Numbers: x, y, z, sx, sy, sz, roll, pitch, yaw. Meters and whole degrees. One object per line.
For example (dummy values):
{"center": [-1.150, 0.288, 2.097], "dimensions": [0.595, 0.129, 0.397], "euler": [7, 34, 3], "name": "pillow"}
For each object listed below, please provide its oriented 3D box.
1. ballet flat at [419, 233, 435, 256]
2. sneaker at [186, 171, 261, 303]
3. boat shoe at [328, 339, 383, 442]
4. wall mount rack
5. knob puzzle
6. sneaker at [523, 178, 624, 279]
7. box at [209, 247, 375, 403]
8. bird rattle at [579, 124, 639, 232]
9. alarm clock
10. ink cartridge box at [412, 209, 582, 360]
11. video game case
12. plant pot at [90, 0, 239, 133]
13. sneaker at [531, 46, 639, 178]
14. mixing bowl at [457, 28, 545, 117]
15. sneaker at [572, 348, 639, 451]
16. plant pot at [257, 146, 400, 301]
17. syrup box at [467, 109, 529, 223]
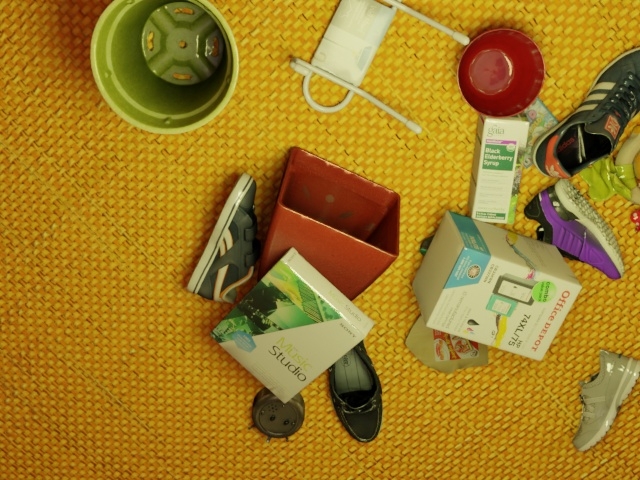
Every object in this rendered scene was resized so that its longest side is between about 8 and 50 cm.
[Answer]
{"center": [0.315, 0.061, 1.974], "dimensions": [0.203, 0.074, 0.074], "euler": [44, 104, -9], "name": "ballet flat"}
{"center": [-0.185, 0.001, 1.919], "dimensions": [0.128, 0.126, 0.321], "euler": [25, 119, -5], "name": "sneaker"}
{"center": [0.083, 0.354, 2.053], "dimensions": [0.127, 0.113, 0.340], "euler": [-6, 110, 1], "name": "boat shoe"}
{"center": [0.115, -0.390, 1.774], "dimensions": [0.304, 0.130, 0.350], "euler": [24, 109, -9], "name": "wall mount rack"}
{"center": [0.297, 0.227, 2.053], "dimensions": [0.213, 0.030, 0.213], "euler": [0, 111, -1], "name": "knob puzzle"}
{"center": [0.564, -0.006, 1.942], "dimensions": [0.146, 0.102, 0.293], "euler": [-32, 114, 28], "name": "sneaker"}
{"center": [-0.067, 0.186, 1.811], "dimensions": [0.232, 0.058, 0.322], "euler": [42, 129, -2], "name": "box"}
{"center": [0.714, -0.133, 1.880], "dimensions": [0.254, 0.143, 0.206], "euler": [27, 91, -13], "name": "bird rattle"}
{"center": [-0.096, 0.402, 2.100], "dimensions": [0.129, 0.064, 0.192], "euler": [19, 106, -7], "name": "alarm clock"}
{"center": [0.368, 0.094, 1.832], "dimensions": [0.270, 0.197, 0.198], "euler": [17, 113, -11], "name": "ink cartridge box"}
{"center": [0.445, -0.254, 1.887], "dimensions": [0.119, 0.015, 0.166], "euler": [-41, 105, 13], "name": "video game case"}
{"center": [-0.291, -0.374, 1.711], "dimensions": [0.276, 0.254, 0.276], "euler": [0, 110, -1], "name": "plant pot"}
{"center": [0.605, -0.258, 1.808], "dimensions": [0.131, 0.148, 0.350], "euler": [39, 99, -14], "name": "sneaker"}
{"center": [0.367, -0.350, 1.803], "dimensions": [0.182, 0.098, 0.181], "euler": [0, 103, -2], "name": "mixing bowl"}
{"center": [0.674, 0.384, 2.096], "dimensions": [0.115, 0.105, 0.281], "euler": [29, 112, 21], "name": "sneaker"}
{"center": [0.000, 0.000, 1.859], "dimensions": [0.267, 0.267, 0.235], "euler": [24, 121, -9], "name": "plant pot"}
{"center": [0.382, -0.163, 1.866], "dimensions": [0.093, 0.096, 0.236], "euler": [4, 116, 1], "name": "syrup box"}
